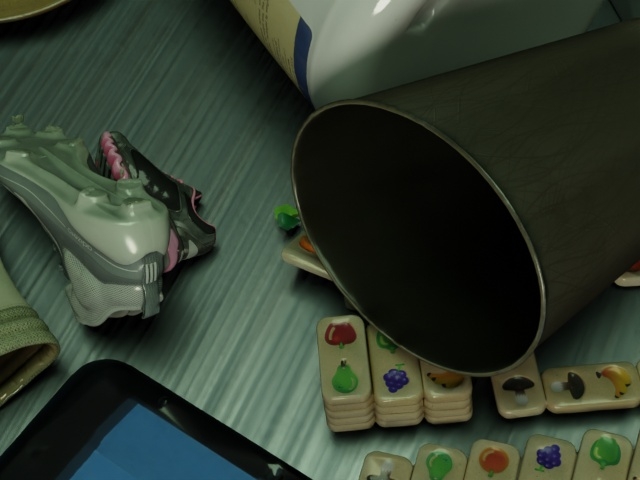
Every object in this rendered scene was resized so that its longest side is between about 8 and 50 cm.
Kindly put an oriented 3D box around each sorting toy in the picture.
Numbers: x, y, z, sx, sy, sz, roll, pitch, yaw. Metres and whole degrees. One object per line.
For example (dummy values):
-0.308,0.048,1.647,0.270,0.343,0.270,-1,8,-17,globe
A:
0.000,0.000,0.779,0.083,0.012,0.062,22,33,15,sorting toy

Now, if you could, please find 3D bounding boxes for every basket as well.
0.133,-0.041,0.707,0.227,0.154,0.204,-25,34,-30,basket

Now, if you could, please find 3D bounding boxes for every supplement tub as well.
0.024,-0.238,0.806,0.228,0.228,0.316,-29,62,-13,supplement tub

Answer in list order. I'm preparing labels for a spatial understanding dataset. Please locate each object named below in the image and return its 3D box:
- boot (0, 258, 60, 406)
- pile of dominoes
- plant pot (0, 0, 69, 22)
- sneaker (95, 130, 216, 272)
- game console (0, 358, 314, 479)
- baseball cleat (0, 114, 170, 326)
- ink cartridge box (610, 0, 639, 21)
-0.286,0.061,0.741,0.213,0.077,0.165,-29,65,-13,boot
0.126,0.077,0.709,0.251,0.040,0.196,-6,51,1,pile of dominoes
-0.251,-0.265,0.939,0.236,0.032,0.236,-1,68,1,plant pot
-0.111,-0.030,0.806,0.057,0.047,0.119,-17,58,-32,sneaker
-0.097,0.192,0.602,0.293,0.250,0.173,28,92,19,game console
-0.165,-0.008,0.774,0.072,0.109,0.206,-10,25,-32,baseball cleat
0.288,-0.312,0.810,0.198,0.270,0.197,-16,60,-6,ink cartridge box
